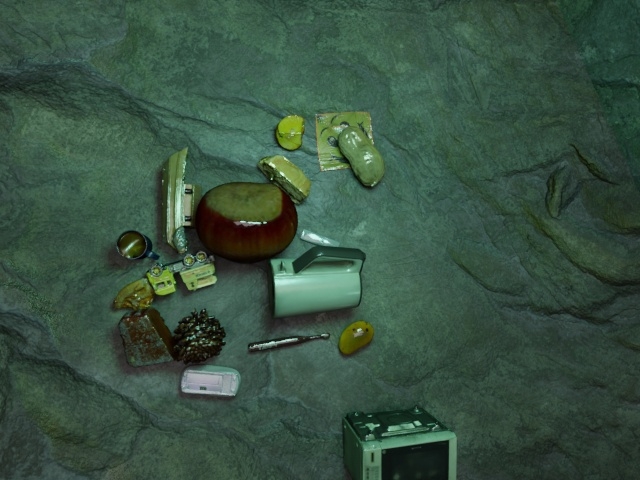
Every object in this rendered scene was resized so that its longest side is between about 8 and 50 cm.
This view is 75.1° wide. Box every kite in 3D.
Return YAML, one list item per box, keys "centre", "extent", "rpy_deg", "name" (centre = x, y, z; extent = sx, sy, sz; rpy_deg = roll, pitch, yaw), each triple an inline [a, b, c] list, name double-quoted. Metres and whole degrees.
- centre: [0.099, -0.483, 1.964]
  extent: [0.327, 0.013, 0.377]
  rpy_deg: [42, 81, -4]
  name: "kite"

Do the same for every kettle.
- centre: [-0.020, 0.153, 1.733]
  extent: [0.376, 0.361, 0.250]
  rpy_deg: [-3, 44, -14]
  name: "kettle"

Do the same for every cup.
- centre: [-0.742, 0.036, 1.694]
  extent: [0.113, 0.138, 0.150]
  rpy_deg: [-32, 92, -12]
  name: "cup"

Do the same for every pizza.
- centre: [-0.745, 0.244, 1.695]
  extent: [0.182, 0.062, 0.161]
  rpy_deg: [-27, 127, 9]
  name: "pizza"

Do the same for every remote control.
- centre: [0.000, 0.000, 1.897]
  extent: [0.184, 0.027, 0.050]
  rpy_deg: [19, 81, -8]
  name: "remote control"

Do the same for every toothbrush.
- centre: [-0.134, 0.441, 1.829]
  extent: [0.363, 0.041, 0.041]
  rpy_deg: [-7, 87, -12]
  name: "toothbrush"

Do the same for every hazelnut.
- centre: [-0.298, -0.076, 1.704]
  extent: [0.409, 0.359, 0.359]
  rpy_deg: [5, 84, -13]
  name: "hazelnut"

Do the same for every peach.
- centre: [-0.135, -0.492, 1.869]
  extent: [0.151, 0.118, 0.151]
  rpy_deg: [-4, 125, -6]
  name: "peach"

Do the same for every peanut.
- centre: [0.195, -0.388, 1.889]
  extent: [0.143, 0.159, 0.291]
  rpy_deg: [-32, 92, -33]
  name: "peanut"

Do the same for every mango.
- centre: [0.156, 0.429, 1.863]
  extent: [0.178, 0.090, 0.115]
  rpy_deg: [-30, 99, -4]
  name: "mango"

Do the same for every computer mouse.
- centre: [-0.458, 0.590, 1.744]
  extent: [0.245, 0.056, 0.126]
  rpy_deg: [7, 85, -11]
  name: "computer mouse"

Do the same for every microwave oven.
- centre: [0.319, 0.859, 1.732]
  extent: [0.394, 0.333, 0.247]
  rpy_deg: [-2, 89, -12]
  name: "microwave oven"

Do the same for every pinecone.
- centre: [-0.492, 0.385, 1.689]
  extent: [0.221, 0.221, 0.222]
  rpy_deg: [1, 85, -11]
  name: "pinecone"

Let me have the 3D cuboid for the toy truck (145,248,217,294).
- centre: [-0.567, 0.141, 1.731]
  extent: [0.272, 0.124, 0.157]
  rpy_deg: [-18, 97, -15]
  name: "toy truck"

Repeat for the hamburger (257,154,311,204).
- centre: [-0.153, -0.288, 1.854]
  extent: [0.262, 0.124, 0.131]
  rpy_deg: [42, 61, -9]
  name: "hamburger"

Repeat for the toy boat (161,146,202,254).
- centre: [-0.581, -0.167, 1.749]
  extent: [0.162, 0.136, 0.446]
  rpy_deg: [-1, 84, -16]
  name: "toy boat"

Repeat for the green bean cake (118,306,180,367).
- centre: [-0.688, 0.385, 1.675]
  extent: [0.198, 0.097, 0.233]
  rpy_deg: [-11, 105, -7]
  name: "green bean cake"
